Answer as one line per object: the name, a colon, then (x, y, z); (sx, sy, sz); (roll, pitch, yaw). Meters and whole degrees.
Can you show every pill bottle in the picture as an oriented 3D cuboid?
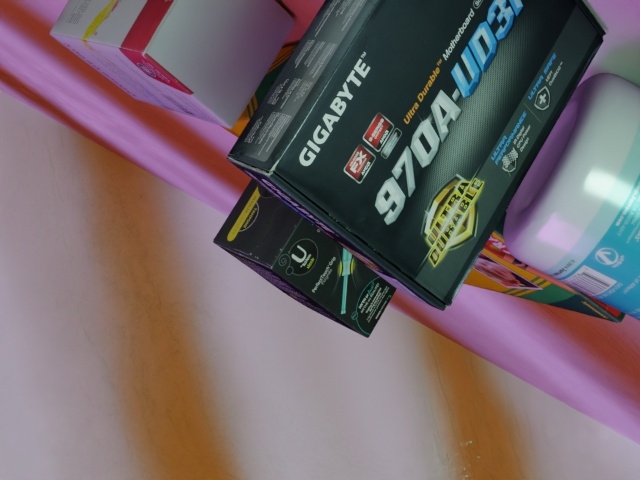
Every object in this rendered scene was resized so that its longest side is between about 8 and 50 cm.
pill bottle: (0.275, 0.001, 0.687); (0.264, 0.146, 0.146); (26, 171, -2)

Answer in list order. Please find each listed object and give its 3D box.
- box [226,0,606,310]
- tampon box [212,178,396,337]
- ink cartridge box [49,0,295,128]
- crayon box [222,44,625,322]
box: (0.069, -0.091, 0.603); (0.175, 0.220, 0.051); (37, 171, -38)
tampon box: (0.000, 0.000, 0.976); (0.101, 0.120, 0.161); (22, 167, 47)
ink cartridge box: (-0.145, -0.205, 0.941); (0.176, 0.127, 0.128); (21, 168, 44)
crayon box: (0.108, -0.063, 1.008); (0.363, 0.106, 0.313); (33, 170, -23)
